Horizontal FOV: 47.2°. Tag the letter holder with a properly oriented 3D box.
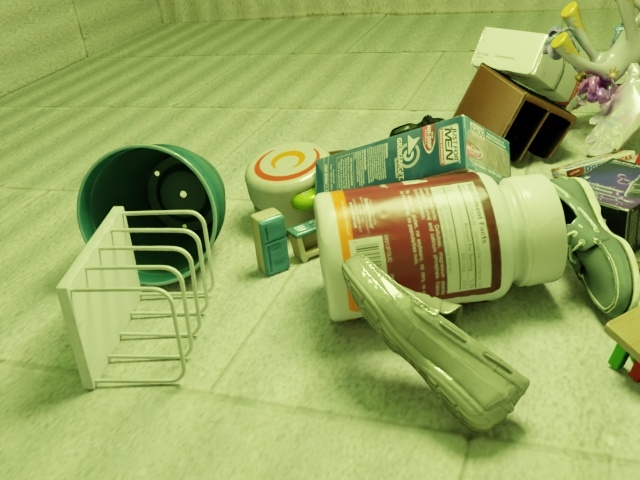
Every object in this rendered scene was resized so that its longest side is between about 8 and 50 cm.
[{"bbox_3d":[0.465,-0.289,1.848,0.152,0.214,0.302,20,21,-18],"label":"letter holder"}]

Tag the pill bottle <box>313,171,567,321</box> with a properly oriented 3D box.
[{"bbox_3d":[0.194,0.003,1.246,0.392,0.224,0.224,-8,28,-2],"label":"pill bottle"}]

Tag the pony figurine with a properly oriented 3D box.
[{"bbox_3d":[0.706,-0.414,1.768,0.351,0.363,0.302,-43,29,21],"label":"pony figurine"}]

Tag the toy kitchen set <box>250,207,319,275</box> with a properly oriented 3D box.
[{"bbox_3d":[0.000,0.000,1.402,0.207,0.122,0.166,-21,31,-25],"label":"toy kitchen set"}]

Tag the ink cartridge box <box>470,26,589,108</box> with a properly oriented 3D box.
[{"bbox_3d":[0.585,-0.477,2.035,0.207,0.117,0.283,24,5,42],"label":"ink cartridge box"}]

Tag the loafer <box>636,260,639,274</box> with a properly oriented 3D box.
[{"bbox_3d":[0.561,0.063,1.244,0.148,0.056,0.050,14,32,16],"label":"loafer"}]

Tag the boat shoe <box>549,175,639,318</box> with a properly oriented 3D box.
[{"bbox_3d":[0.437,0.007,1.245,0.099,0.116,0.319,6,44,-13],"label":"boat shoe"}]

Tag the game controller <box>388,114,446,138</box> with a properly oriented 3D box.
[{"bbox_3d":[0.278,-0.239,1.870,0.167,0.067,0.319,-23,27,3],"label":"game controller"}]

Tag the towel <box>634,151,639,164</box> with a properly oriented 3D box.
[{"bbox_3d":[0.822,-0.146,1.599,0.275,0.031,0.199,12,33,29],"label":"towel"}]

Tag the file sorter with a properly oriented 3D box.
[{"bbox_3d":[-0.291,0.086,1.233,0.173,0.192,0.277,-1,28,4],"label":"file sorter"}]

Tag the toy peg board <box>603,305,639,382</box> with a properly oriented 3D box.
[{"bbox_3d":[0.513,0.168,1.051,0.161,0.079,0.160,-21,47,-23],"label":"toy peg board"}]

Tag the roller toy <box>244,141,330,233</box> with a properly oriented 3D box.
[{"bbox_3d":[-0.058,-0.113,1.598,0.191,0.146,0.209,2,40,19],"label":"roller toy"}]

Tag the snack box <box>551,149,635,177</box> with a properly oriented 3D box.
[{"bbox_3d":[0.624,-0.175,1.677,0.178,0.022,0.064,-16,13,-10],"label":"snack box"}]

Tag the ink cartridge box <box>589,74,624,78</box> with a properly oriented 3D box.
[{"bbox_3d":[0.762,-0.495,2.138,0.189,0.066,0.232,20,25,-1],"label":"ink cartridge box"}]

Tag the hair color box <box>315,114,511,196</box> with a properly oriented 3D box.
[{"bbox_3d":[0.174,-0.128,1.429,0.347,0.105,0.174,-13,-18,40],"label":"hair color box"}]

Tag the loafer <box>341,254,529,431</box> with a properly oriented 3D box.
[{"bbox_3d":[0.155,0.128,1.050,0.111,0.112,0.319,-39,66,-10],"label":"loafer"}]

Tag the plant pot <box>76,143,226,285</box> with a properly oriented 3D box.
[{"bbox_3d":[-0.308,-0.074,1.486,0.272,0.271,0.255,-2,14,9],"label":"plant pot"}]

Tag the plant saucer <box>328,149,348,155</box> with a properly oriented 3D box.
[{"bbox_3d":[0.042,-0.193,1.854,0.169,0.029,0.168,-5,29,3],"label":"plant saucer"}]

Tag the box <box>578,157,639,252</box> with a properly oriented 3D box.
[{"bbox_3d":[0.576,-0.066,1.420,0.207,0.108,0.153,-28,34,-33],"label":"box"}]
